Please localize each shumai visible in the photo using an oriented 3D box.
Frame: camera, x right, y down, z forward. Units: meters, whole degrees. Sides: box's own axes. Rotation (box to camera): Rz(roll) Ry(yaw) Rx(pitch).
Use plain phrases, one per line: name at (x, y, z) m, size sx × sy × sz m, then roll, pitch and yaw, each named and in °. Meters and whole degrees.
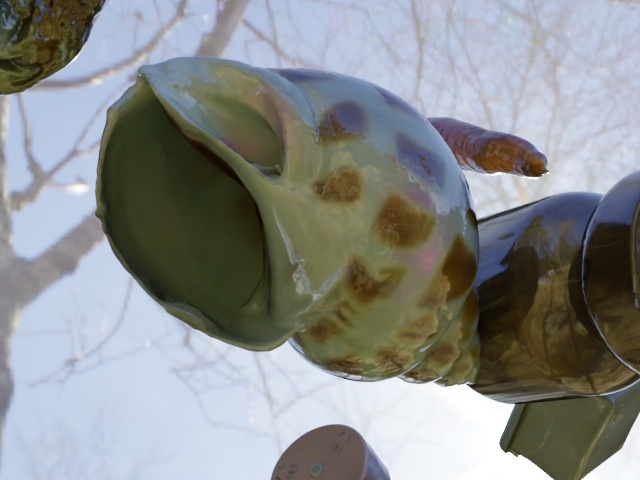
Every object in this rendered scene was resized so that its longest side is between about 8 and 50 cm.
shumai at (-0.335, -0.296, 1.325) m, size 0.222 × 0.272 × 0.204 m, roll -30°, pitch -46°, yaw 12°

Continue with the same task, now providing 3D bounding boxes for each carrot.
carrot at (0.161, -0.095, 1.360) m, size 0.059 × 0.248 × 0.059 m, roll -5°, pitch -79°, yaw -24°

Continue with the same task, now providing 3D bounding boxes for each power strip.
power strip at (0.014, 0.317, 1.701) m, size 0.154 × 0.154 × 0.078 m, roll -24°, pitch -52°, yaw 18°

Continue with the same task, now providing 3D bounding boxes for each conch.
conch at (-0.001, -0.001, 1.029) m, size 0.249 × 0.197 × 0.368 m, roll -38°, pitch -87°, yaw 4°

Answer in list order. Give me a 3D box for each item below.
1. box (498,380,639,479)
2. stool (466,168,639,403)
box at (0.267, 0.165, 1.321) m, size 0.124 × 0.093 × 0.172 m, roll -27°, pitch -34°, yaw -35°
stool at (0.236, 0.041, 1.096) m, size 0.179 × 0.179 × 0.264 m, roll 14°, pitch -16°, yaw -28°
